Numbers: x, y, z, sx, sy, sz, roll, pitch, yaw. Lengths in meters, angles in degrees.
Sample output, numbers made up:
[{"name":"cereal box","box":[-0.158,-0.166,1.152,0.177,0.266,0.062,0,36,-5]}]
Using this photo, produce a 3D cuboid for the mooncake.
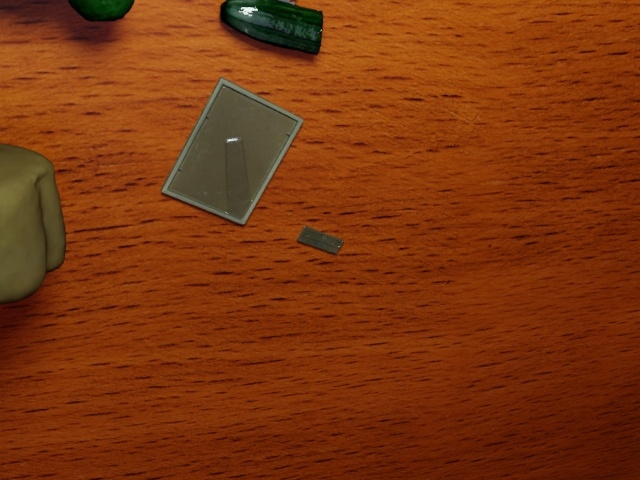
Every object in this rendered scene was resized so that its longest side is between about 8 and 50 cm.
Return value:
[{"name":"mooncake","box":[-0.753,-0.034,1.440,0.467,0.467,0.262,-3,112,-17]}]

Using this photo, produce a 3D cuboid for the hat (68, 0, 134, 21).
[{"name":"hat","box":[-0.551,-0.567,1.358,0.400,0.285,0.285,25,109,-45]}]

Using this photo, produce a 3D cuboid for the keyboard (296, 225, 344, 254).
[{"name":"keyboard","box":[0.000,0.000,1.975,0.129,0.015,0.049,19,115,-27]}]

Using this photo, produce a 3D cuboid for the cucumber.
[{"name":"cucumber","box":[-0.108,-0.479,1.622,0.244,0.063,0.115,8,145,-18]}]

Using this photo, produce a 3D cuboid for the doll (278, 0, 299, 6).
[{"name":"doll","box":[-0.122,-0.566,1.596,0.104,0.062,0.195,-32,133,25]}]

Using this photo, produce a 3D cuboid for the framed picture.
[{"name":"framed picture","box":[-0.217,-0.212,1.782,0.240,0.020,0.324,21,110,-27]}]
